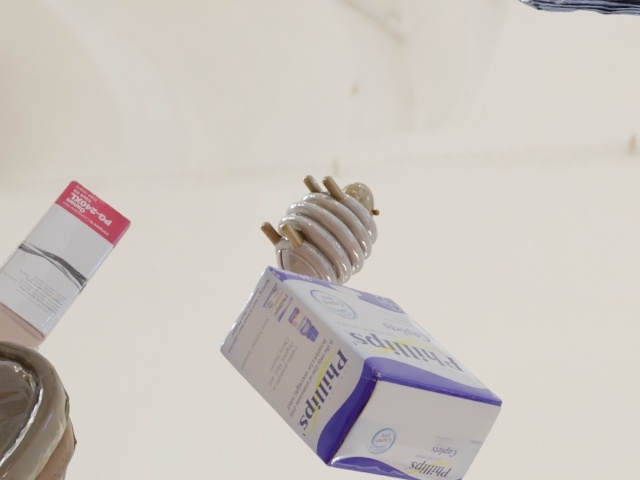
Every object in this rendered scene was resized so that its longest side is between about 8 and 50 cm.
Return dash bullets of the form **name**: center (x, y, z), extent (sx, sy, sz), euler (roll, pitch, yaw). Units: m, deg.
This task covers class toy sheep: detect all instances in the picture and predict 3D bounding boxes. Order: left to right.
- **toy sheep**: center (0.000, 0.000, 1.639), extent (0.091, 0.132, 0.091), euler (38, -20, 16)

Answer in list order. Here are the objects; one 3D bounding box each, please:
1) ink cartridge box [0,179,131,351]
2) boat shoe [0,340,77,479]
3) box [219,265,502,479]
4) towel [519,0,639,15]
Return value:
- **ink cartridge box**: center (-0.225, 0.040, 1.493), extent (0.063, 0.150, 0.109), euler (38, -47, -5)
- **boat shoe**: center (-0.200, 0.168, 0.703), extent (0.111, 0.307, 0.104), euler (24, -30, 40)
- **box**: center (0.027, 0.089, 1.244), extent (0.126, 0.137, 0.072), euler (16, -70, -44)
- **towel**: center (0.206, -0.188, 1.451), extent (0.119, 0.067, 0.029), euler (0, -75, -12)
